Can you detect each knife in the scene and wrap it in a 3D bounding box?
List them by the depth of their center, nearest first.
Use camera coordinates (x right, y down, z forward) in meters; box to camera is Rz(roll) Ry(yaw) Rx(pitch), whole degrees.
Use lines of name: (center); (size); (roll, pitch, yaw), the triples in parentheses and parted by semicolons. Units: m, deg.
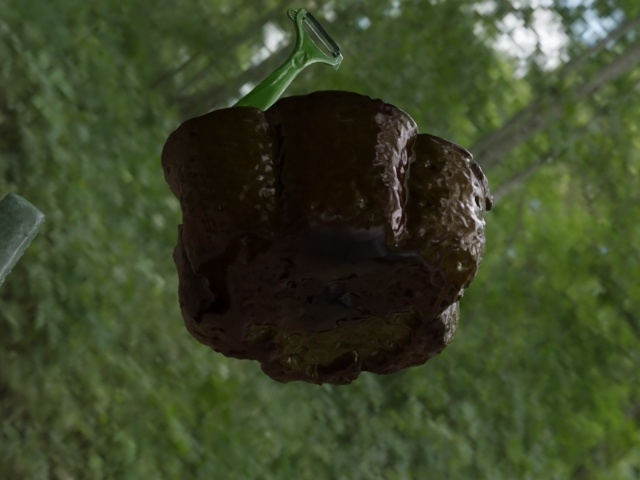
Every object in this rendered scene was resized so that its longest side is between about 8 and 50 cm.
knife: (-0.041, -0.163, 1.329); (0.078, 0.166, 0.022); (46, -34, -9)

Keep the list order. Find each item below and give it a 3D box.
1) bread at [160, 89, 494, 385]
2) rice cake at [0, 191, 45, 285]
bread: (0.007, 0.008, 1.014); (0.232, 0.246, 0.135); (89, 0, -45)
rice cake: (-0.229, 0.043, 0.832); (0.033, 0.171, 0.029); (34, -23, -1)
